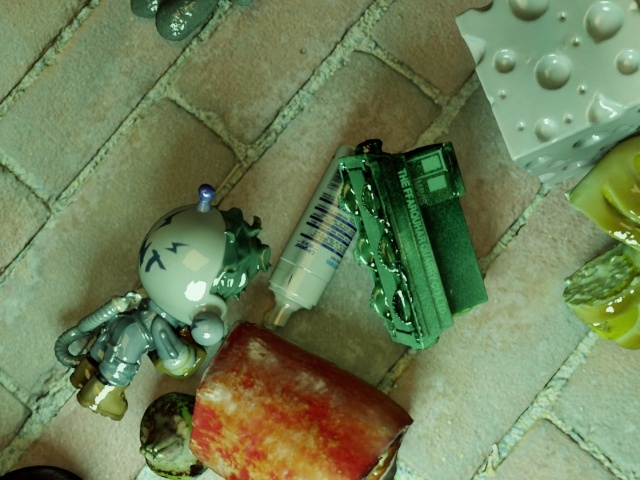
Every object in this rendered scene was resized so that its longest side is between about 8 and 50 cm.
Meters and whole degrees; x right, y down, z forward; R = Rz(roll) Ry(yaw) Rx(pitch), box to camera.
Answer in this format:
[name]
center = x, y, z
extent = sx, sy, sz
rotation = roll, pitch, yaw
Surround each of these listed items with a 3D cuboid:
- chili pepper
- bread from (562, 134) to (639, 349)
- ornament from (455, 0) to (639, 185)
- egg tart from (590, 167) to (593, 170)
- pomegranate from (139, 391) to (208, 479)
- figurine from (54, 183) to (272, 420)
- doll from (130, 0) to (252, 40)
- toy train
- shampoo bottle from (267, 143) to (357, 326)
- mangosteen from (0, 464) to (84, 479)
[chili pepper]
center = -0.042, 0.287, 1.546
extent = 0.305, 0.229, 0.251
rotation = 27, 61, 18
[bread]
center = 0.509, 0.008, 1.511
extent = 0.333, 0.160, 0.332
rotation = 1, 108, 3
[ornament]
center = 0.377, -0.249, 1.533
extent = 0.239, 0.240, 0.239
rotation = -24, 74, 20
[egg tart]
center = 0.471, -0.119, 1.640
extent = 0.105, 0.039, 0.105
rotation = -1, 81, 6
[pomegranate]
center = -0.231, 0.304, 1.594
extent = 0.126, 0.163, 0.138
rotation = 3, 95, 40
[figurine]
center = -0.225, 0.101, 1.589
extent = 0.382, 0.186, 0.261
rotation = -55, 47, 9
[doll]
center = -0.185, -0.491, 1.712
extent = 0.340, 0.158, 0.246
rotation = -43, 67, 1
[toy train]
center = 0.147, -0.004, 1.574
extent = 0.178, 0.138, 0.330
rotation = -20, 98, -19
[shampoo bottle]
center = 0.000, 0.000, 1.647
extent = 0.092, 0.092, 0.303
rotation = 27, 86, 10
[mangosteen]
center = -0.431, 0.470, 1.573
extent = 0.228, 0.228, 0.265
rotation = 18, 124, 9
